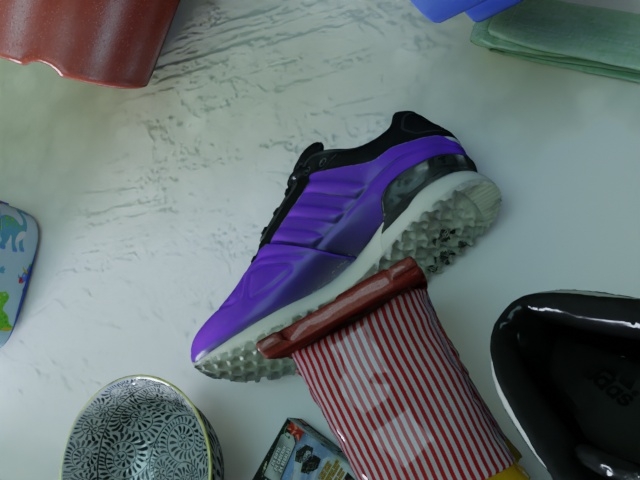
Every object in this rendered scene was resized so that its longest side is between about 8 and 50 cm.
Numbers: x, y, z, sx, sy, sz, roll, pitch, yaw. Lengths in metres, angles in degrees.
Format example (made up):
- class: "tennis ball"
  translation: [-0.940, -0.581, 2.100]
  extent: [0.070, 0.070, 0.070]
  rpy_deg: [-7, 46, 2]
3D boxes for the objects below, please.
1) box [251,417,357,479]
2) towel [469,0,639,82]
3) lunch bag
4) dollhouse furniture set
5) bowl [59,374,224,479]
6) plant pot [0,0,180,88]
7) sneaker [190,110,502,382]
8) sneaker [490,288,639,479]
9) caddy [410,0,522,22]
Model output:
- class: "box"
  translation: [-0.022, 0.232, 0.746]
  extent: [0.094, 0.027, 0.137]
  rpy_deg: [32, 94, 31]
- class: "towel"
  translation: [0.277, -0.283, 0.698]
  extent: [0.248, 0.038, 0.325]
  rpy_deg: [19, 87, 32]
- class: "lunch bag"
  translation: [-0.430, 0.024, 1.009]
  extent: [0.219, 0.090, 0.176]
  rpy_deg: [10, 80, 31]
- class: "dollhouse furniture set"
  translation: [-0.039, 0.195, 0.627]
  extent: [0.374, 0.152, 0.201]
  rpy_deg: [-32, 79, 6]
- class: "bowl"
  translation: [-0.143, 0.208, 0.793]
  extent: [0.170, 0.080, 0.170]
  rpy_deg: [-8, 74, 29]
- class: "plant pot"
  translation: [-0.232, -0.306, 0.875]
  extent: [0.272, 0.272, 0.265]
  rpy_deg: [30, 108, 33]
- class: "sneaker"
  translation: [0.001, 0.000, 0.759]
  extent: [0.293, 0.102, 0.146]
  rpy_deg: [-36, 58, 13]
- class: "sneaker"
  translation: [0.257, 0.179, 0.457]
  extent: [0.447, 0.257, 0.169]
  rpy_deg: [38, 97, 32]
- class: "caddy"
  translation: [0.103, -0.317, 0.625]
  extent: [0.179, 0.241, 0.341]
  rpy_deg: [-30, 90, 29]
